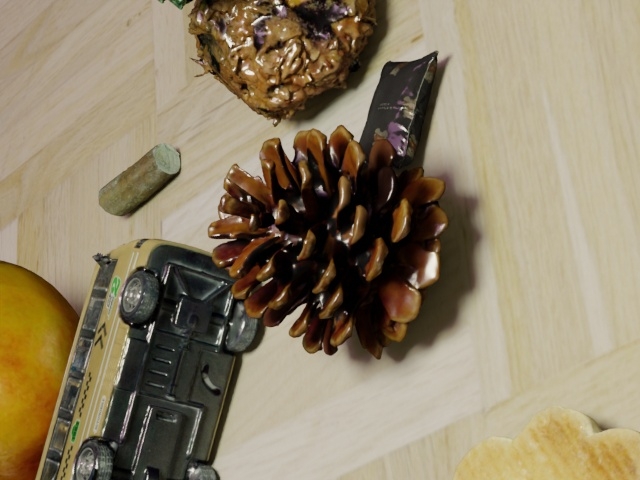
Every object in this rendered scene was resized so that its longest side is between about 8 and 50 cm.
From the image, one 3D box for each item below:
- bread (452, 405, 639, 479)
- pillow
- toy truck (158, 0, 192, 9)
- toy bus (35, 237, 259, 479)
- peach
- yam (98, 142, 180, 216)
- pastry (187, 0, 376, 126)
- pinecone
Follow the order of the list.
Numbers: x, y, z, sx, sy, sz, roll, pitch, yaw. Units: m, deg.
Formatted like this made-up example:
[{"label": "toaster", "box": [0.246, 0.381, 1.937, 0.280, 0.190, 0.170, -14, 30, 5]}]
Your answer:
[{"label": "bread", "box": [0.196, 0.296, 1.296, 0.316, 0.054, 0.316, -36, 39, 37]}, {"label": "pillow", "box": [0.089, -0.146, 1.661, 0.090, 0.048, 0.150, 4, 72, 39]}, {"label": "toy truck", "box": [-0.122, -0.374, 1.716, 0.259, 0.128, 0.135, -48, -4, -27]}, {"label": "toy bus", "box": [-0.221, 0.183, 1.761, 0.202, 0.177, 0.365, 5, 77, 56]}, {"label": "peach", "box": [-0.430, 0.184, 1.913, 0.332, 0.308, 0.308, 42, 107, 20]}, {"label": "yam", "box": [-0.253, -0.083, 2.021, 0.132, 0.054, 0.054, -35, 49, 32]}, {"label": "pastry", "box": [-0.058, -0.287, 1.780, 0.275, 0.193, 0.275, -27, 52, 40]}, {"label": "pinecone", "box": [0.002, -0.010, 1.540, 0.264, 0.264, 0.264, -24, 56, 40]}]
